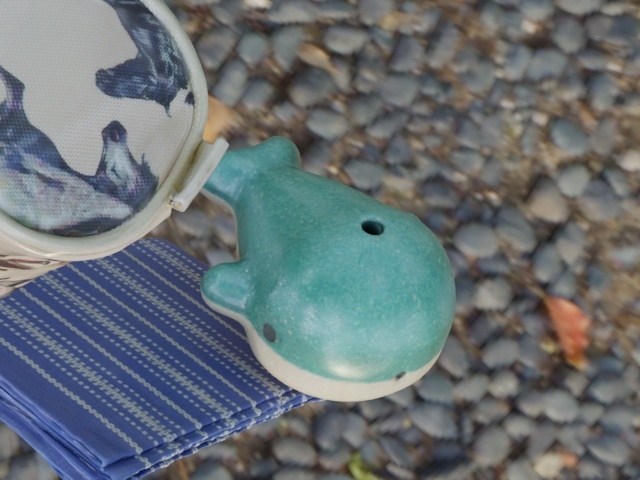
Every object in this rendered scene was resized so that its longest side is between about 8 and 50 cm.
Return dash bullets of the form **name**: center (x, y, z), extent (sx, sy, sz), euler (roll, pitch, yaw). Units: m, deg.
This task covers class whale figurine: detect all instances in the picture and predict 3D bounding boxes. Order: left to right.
- **whale figurine**: center (0.000, 0.000, 1.552), extent (0.216, 0.272, 0.141), euler (-15, 145, -29)

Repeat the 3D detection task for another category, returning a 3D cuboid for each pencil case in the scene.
- **pencil case**: center (-0.213, -0.026, 1.098), extent (0.184, 0.410, 0.159), euler (28, 64, -22)

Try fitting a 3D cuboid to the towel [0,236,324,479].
- **towel**: center (-0.155, 0.092, 1.536), extent (0.336, 0.243, 0.040), euler (-17, 136, -55)
